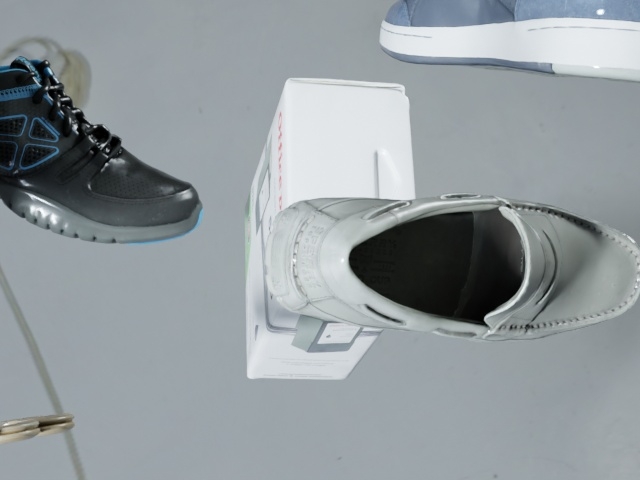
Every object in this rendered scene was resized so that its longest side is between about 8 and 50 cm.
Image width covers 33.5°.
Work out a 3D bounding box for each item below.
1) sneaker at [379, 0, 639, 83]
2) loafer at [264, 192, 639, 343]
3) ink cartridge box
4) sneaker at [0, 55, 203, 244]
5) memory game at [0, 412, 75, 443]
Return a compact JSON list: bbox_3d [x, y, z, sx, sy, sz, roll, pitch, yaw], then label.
[{"bbox_3d":[0.102,-0.162,0.521,0.086,0.226,0.163,-1,100,-23],"label":"sneaker"},{"bbox_3d":[0.117,0.023,0.746,0.319,0.111,0.112,1,92,-30],"label":"loafer"},{"bbox_3d":[0.000,0.000,1.010,0.114,0.273,0.198,3,66,-11],"label":"ink cartridge box"},{"bbox_3d":[-0.270,-0.097,1.033,0.341,0.125,0.140,19,105,-5],"label":"sneaker"},{"bbox_3d":[-0.246,0.127,0.664,0.186,0.186,0.012,-8,85,-7],"label":"memory game"}]
